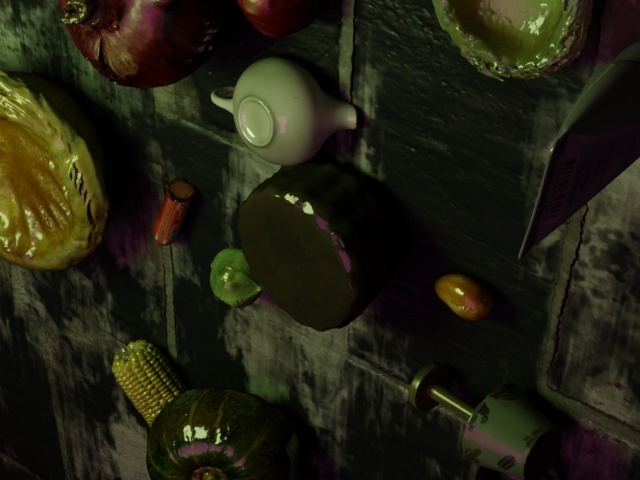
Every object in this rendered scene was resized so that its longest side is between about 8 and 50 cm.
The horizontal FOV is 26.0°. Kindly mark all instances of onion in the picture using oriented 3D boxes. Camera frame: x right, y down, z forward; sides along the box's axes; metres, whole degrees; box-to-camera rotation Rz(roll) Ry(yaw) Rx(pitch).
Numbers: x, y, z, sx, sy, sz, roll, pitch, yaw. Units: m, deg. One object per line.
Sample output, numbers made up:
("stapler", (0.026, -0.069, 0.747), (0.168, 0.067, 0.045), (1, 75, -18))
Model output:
("onion", (-0.237, -0.305, 1.756), (0.252, 0.219, 0.252), (19, 124, 30))

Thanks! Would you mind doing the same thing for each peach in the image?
("peach", (-0.051, -0.299, 1.686), (0.100, 0.100, 0.101), (25, 136, 26))

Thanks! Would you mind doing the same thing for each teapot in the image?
("teapot", (-0.063, -0.170, 1.811), (0.226, 0.092, 0.145), (22, 121, 36))

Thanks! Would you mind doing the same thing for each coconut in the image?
("coconut", (-0.120, 0.056, 2.060), (0.096, 0.088, 0.088), (20, 134, 38))

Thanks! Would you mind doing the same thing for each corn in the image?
("corn", (-0.266, 0.280, 2.375), (0.093, 0.093, 0.244), (-10, 119, 47))

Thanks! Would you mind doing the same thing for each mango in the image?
("mango", (0.186, 0.073, 1.814), (0.089, 0.046, 0.060), (21, 135, 36))

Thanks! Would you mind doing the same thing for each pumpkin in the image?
("pumpkin", (-0.156, 0.341, 2.262), (0.260, 0.189, 0.260), (7, 126, 10))

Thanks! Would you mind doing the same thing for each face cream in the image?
("face cream", (0.280, -0.106, 1.391), (0.096, 0.274, 0.154), (33, 140, 18))

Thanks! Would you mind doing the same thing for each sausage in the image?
("sausage", (-0.229, -0.034, 2.113), (0.048, 0.050, 0.145), (8, 142, -16))

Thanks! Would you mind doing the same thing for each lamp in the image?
("lamp", (0.220, 0.239, 1.869), (0.214, 0.121, 0.121), (31, 140, 41))

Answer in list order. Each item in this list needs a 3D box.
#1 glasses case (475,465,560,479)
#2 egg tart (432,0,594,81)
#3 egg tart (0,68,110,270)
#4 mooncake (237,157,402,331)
("glasses case", (0.271, 0.408, 1.991), (0.122, 0.075, 0.314), (26, 137, 23))
("egg tart", (0.214, -0.267, 1.476), (0.197, 0.078, 0.197), (23, 135, 25))
("egg tart", (-0.467, -0.132, 2.163), (0.387, 0.169, 0.388), (22, 136, 23))
("mooncake", (0.000, 0.000, 1.870), (0.228, 0.124, 0.228), (30, 140, 29))
